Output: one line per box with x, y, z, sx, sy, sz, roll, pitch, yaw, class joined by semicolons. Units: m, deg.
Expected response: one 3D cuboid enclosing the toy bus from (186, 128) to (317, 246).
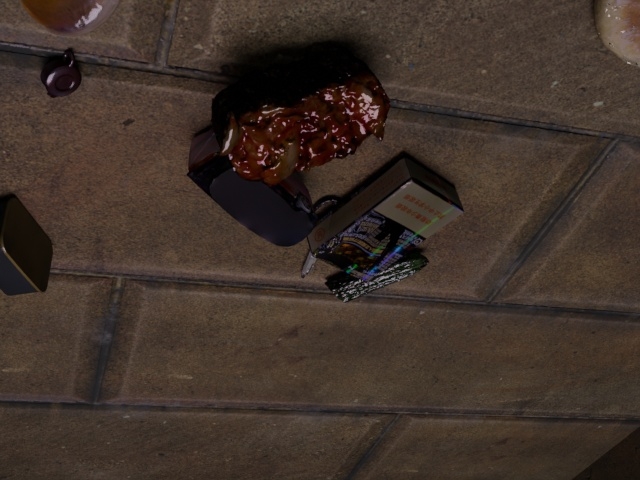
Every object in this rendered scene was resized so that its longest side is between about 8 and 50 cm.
-0.133;-0.114;1.740;0.127;0.147;0.302;-31;138;22;toy bus

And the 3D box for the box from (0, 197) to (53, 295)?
-0.664;0.018;1.817;0.090;0.144;0.201;-9;144;7;box

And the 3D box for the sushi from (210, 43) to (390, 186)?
-0.048;-0.226;1.523;0.343;0.182;0.196;-26;119;-13;sushi

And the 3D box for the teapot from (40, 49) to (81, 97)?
-0.466;-0.298;1.521;0.068;0.045;0.100;0;130;-51;teapot

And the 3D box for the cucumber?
0.141;0.086;2.125;0.265;0.077;0.077;-25;140;18;cucumber

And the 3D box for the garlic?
-0.384;-0.407;1.364;0.198;0.090;0.128;-23;120;21;garlic

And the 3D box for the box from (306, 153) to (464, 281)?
0.145;-0.043;1.920;0.310;0.084;0.198;-38;138;28;box

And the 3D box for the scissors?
0.000;0.000;2.016;0.109;0.022;0.300;6;138;-19;scissors

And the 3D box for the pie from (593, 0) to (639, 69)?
0.643;-0.438;1.530;0.337;0.075;0.337;-5;148;-3;pie
